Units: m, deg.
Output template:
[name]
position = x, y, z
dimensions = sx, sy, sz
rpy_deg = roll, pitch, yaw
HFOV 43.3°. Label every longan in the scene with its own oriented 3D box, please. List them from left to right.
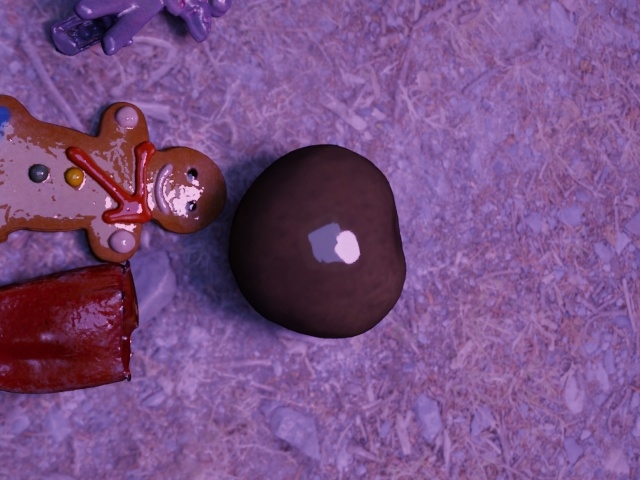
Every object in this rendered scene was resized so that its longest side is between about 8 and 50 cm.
[longan]
position = 0.000, 0.000, 1.032
dimensions = 0.246, 0.215, 0.246
rpy_deg = -14, 118, -26

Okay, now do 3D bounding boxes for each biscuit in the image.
[biscuit]
position = -0.267, -0.076, 1.000
dimensions = 0.323, 0.049, 0.206
rpy_deg = 10, 84, -27

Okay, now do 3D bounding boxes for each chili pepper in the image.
[chili pepper]
position = -0.338, 0.113, 0.940
dimensions = 0.252, 0.136, 0.144
rpy_deg = -7, 137, -16

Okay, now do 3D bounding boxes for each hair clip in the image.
[hair clip]
position = -0.198, -0.302, 1.010
dimensions = 0.278, 0.090, 0.137
rpy_deg = -36, 113, -21
